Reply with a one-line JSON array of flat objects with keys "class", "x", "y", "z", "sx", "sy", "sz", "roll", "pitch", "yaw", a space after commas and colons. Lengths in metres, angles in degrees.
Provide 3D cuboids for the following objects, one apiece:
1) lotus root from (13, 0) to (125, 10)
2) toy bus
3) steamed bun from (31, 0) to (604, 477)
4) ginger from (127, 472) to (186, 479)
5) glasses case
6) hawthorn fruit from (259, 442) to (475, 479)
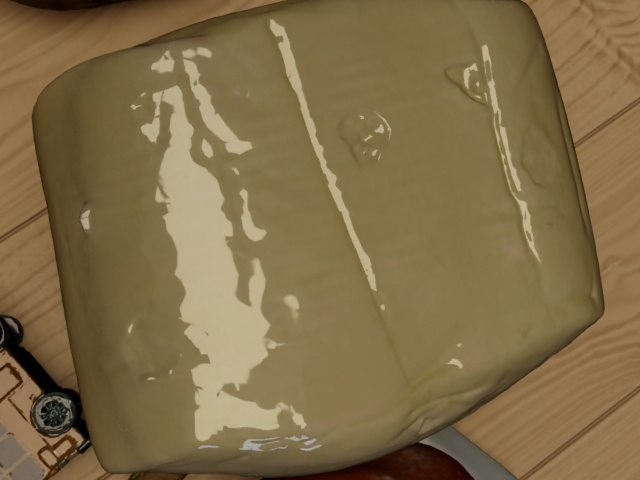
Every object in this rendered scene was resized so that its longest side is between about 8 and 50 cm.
[{"class": "lotus root", "x": -0.207, "y": -0.319, "z": 0.892, "sx": 0.290, "sy": 0.193, "sz": 0.193, "roll": -16, "pitch": 86, "yaw": -10}, {"class": "toy bus", "x": -0.306, "y": 0.138, "z": 0.867, "sx": 0.114, "sy": 0.098, "sz": 0.201, "roll": -41, "pitch": 92, "yaw": -10}, {"class": "steamed bun", "x": 0.000, "y": 0.000, "z": 0.826, "sx": 0.455, "sy": 0.290, "sz": 0.371, "roll": -12, "pitch": 87, "yaw": -18}, {"class": "ginger", "x": -0.182, "y": 0.278, "z": 0.880, "sx": 0.089, "sy": 0.075, "sz": 0.288, "roll": 28, "pitch": 80, "yaw": 38}, {"class": "glasses case", "x": 0.123, "y": 0.222, "z": 0.940, "sx": 0.178, "sy": 0.045, "sz": 0.067, "roll": 38, "pitch": 80, "yaw": -2}, {"class": "hawthorn fruit", "x": -0.002, "y": 0.289, "z": 0.827, "sx": 0.300, "sy": 0.254, "sz": 0.254, "roll": 11, "pitch": 82, "yaw": 9}]
